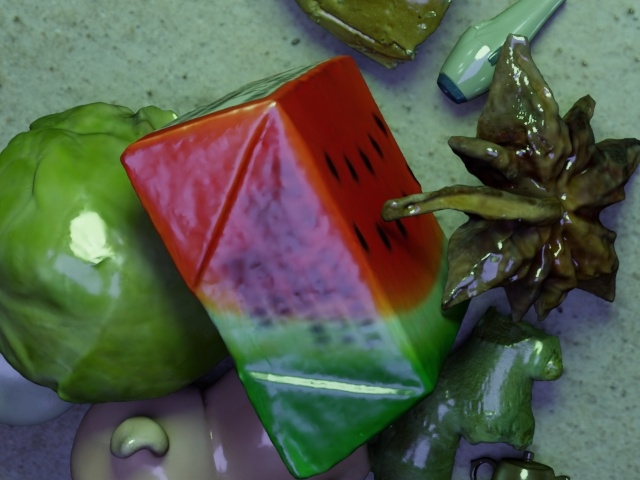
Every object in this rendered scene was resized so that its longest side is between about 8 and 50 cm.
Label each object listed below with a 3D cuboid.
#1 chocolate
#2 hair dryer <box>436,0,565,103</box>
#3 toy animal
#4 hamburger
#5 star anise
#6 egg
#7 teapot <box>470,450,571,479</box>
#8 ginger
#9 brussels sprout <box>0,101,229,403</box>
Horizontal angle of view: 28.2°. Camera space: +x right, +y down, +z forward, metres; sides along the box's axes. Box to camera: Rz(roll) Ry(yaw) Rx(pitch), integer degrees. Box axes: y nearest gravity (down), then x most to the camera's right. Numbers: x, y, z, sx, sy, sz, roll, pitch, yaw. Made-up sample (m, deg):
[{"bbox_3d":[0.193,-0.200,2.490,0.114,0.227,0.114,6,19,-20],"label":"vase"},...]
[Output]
[{"bbox_3d":[0.000,0.000,1.251,0.161,0.360,0.341,-26,98,19],"label":"chocolate"},{"bbox_3d":[0.243,-0.182,1.371,0.199,0.067,0.167,32,96,-13],"label":"hair dryer"},{"bbox_3d":[-0.112,0.224,1.392,0.326,0.237,0.269,-40,114,8],"label":"toy animal"},{"bbox_3d":[0.063,-0.348,1.309,0.211,0.132,0.309,23,103,-3],"label":"hamburger"},{"bbox_3d":[0.216,-0.037,1.287,0.349,0.109,0.292,35,63,-34],"label":"star anise"},{"bbox_3d":[-0.354,0.118,1.415,0.209,0.151,0.151,30,101,7],"label":"egg"},{"bbox_3d":[0.223,0.270,1.443,0.121,0.076,0.068,10,91,32],"label":"teapot"},{"bbox_3d":[0.157,0.202,1.422,0.137,0.089,0.290,45,100,-3],"label":"ginger"},{"bbox_3d":[-0.213,0.016,1.312,0.328,0.328,0.247,44,118,-4],"label":"brussels sprout"}]
